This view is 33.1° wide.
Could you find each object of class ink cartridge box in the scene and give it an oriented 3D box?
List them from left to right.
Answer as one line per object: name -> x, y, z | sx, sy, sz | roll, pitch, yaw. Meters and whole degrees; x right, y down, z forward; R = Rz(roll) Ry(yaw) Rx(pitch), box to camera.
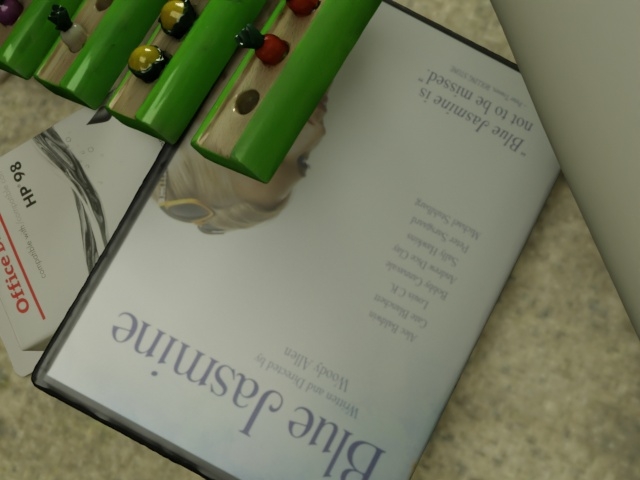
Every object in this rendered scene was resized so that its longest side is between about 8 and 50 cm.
ink cartridge box -> -0.125, -0.007, 0.590 | 0.180, 0.060, 0.104 | -29, 78, 10

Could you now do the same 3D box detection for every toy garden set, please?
toy garden set -> -0.067, -0.158, 0.545 | 0.244, 0.049, 0.204 | 24, 79, 40

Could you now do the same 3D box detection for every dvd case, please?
dvd case -> 0.000, 0.000, 0.525 | 0.180, 0.022, 0.253 | 28, 79, 1

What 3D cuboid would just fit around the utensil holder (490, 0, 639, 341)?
utensil holder -> 0.252, -0.027, 0.358 | 0.327, 0.327, 0.386 | -25, 74, 11
